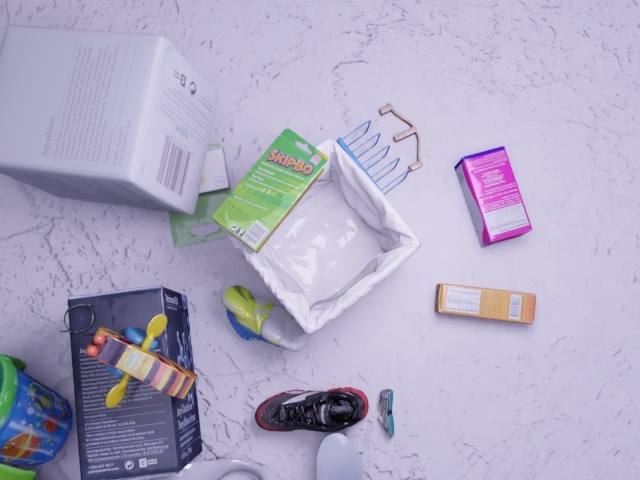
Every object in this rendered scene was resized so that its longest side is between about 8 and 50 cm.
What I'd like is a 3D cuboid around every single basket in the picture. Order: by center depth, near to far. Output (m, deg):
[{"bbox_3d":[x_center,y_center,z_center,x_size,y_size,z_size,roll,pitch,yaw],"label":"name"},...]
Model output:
[{"bbox_3d":[0.000,0.000,1.688,0.328,0.266,0.331,-39,84,-5],"label":"basket"}]

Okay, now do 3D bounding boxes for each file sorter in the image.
[{"bbox_3d":[0.128,-0.195,1.790,0.104,0.118,0.170,-36,83,-7],"label":"file sorter"}]

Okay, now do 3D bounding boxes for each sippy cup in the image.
[{"bbox_3d":[-0.701,0.403,1.639,0.240,0.224,0.305,-11,55,32],"label":"sippy cup"}]

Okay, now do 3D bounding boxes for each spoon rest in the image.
[{"bbox_3d":[-0.258,0.564,1.697,0.276,0.137,0.084,1,41,-6],"label":"spoon rest"}]

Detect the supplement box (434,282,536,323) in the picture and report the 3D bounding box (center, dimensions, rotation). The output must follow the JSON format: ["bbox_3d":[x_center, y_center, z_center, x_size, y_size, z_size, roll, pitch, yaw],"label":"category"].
[{"bbox_3d":[0.400,0.153,1.760,0.234,0.078,0.080,9,85,2],"label":"supplement box"}]

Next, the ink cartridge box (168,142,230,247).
[{"bbox_3d":[-0.311,-0.115,1.814,0.171,0.056,0.235,-11,80,-2],"label":"ink cartridge box"}]

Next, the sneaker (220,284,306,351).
[{"bbox_3d":[-0.135,0.204,1.731,0.240,0.126,0.091,35,57,20],"label":"sneaker"}]

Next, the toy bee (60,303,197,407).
[{"bbox_3d":[-0.395,0.232,1.417,0.298,0.162,0.195,8,84,1],"label":"toy bee"}]

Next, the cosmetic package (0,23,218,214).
[{"bbox_3d":[-0.499,-0.268,1.663,0.394,0.329,0.327,8,82,14],"label":"cosmetic package"}]

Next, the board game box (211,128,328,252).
[{"bbox_3d":[-0.105,-0.111,1.558,0.124,0.039,0.259,37,85,9],"label":"board game box"}]

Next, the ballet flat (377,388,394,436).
[{"bbox_3d":[0.158,0.417,1.748,0.041,0.041,0.114,-1,82,0],"label":"ballet flat"}]

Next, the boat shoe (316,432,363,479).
[{"bbox_3d":[0.062,0.596,1.687,0.113,0.105,0.306,-20,89,-6],"label":"boat shoe"}]

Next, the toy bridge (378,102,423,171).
[{"bbox_3d":[0.216,-0.271,1.846,0.063,0.026,0.188,-25,83,-6],"label":"toy bridge"}]

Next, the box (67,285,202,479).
[{"bbox_3d":[-0.410,0.317,1.633,0.212,0.293,0.395,-8,83,-1],"label":"box"}]

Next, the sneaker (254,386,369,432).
[{"bbox_3d":[-0.022,0.402,1.699,0.276,0.135,0.097,-5,84,1],"label":"sneaker"}]

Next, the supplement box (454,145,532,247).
[{"bbox_3d":[0.424,-0.105,1.778,0.114,0.111,0.220,-15,83,-2],"label":"supplement box"}]
